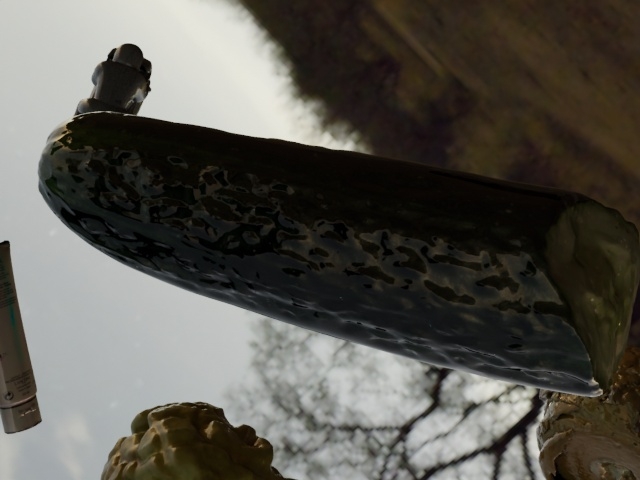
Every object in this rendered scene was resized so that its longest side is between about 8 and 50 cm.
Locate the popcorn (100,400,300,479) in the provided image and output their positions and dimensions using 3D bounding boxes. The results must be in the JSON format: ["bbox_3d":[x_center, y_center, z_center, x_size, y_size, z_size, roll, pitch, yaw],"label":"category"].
[{"bbox_3d":[-0.114,0.271,1.294,0.235,0.181,0.217,35,-169,30],"label":"popcorn"}]

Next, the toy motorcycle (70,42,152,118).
[{"bbox_3d":[-0.193,-0.120,1.146,0.061,0.124,0.193,21,-142,-6],"label":"toy motorcycle"}]

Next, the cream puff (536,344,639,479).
[{"bbox_3d":[0.209,0.124,0.861,0.119,0.104,0.133,2,134,35],"label":"cream puff"}]

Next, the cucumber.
[{"bbox_3d":[0.000,-0.001,0.480,0.241,0.074,0.074,12,180,13],"label":"cucumber"}]

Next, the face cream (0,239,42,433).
[{"bbox_3d":[-0.189,0.058,0.747,0.038,0.020,0.115,-23,-71,-46],"label":"face cream"}]
